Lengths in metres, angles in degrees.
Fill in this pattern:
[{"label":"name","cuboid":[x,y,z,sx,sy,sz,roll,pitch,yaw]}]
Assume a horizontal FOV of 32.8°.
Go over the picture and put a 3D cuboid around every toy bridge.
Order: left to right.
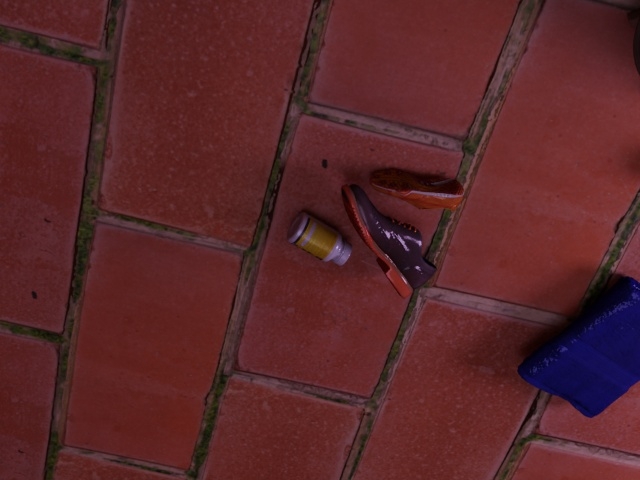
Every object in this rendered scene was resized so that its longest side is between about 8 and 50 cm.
[{"label":"toy bridge","cuboid":[0.571,-0.307,1.813,0.063,0.026,0.188,-22,122,17]}]

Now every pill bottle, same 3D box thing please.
[{"label":"pill bottle","cuboid":[0.000,0.000,2.046,0.116,0.065,0.065,29,122,-16]}]

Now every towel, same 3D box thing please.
[{"label":"towel","cuboid":[0.572,0.212,2.167,0.227,0.076,0.308,31,122,-26]}]

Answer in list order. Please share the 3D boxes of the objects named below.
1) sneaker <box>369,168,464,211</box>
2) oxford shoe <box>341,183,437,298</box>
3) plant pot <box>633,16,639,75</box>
[{"label":"sneaker","cuboid":[0.172,-0.084,1.979,0.175,0.064,0.067,13,136,-2]},{"label":"oxford shoe","cuboid":[0.127,-0.016,2.026,0.098,0.097,0.271,-33,124,2]},{"label":"plant pot","cuboid":[0.691,-0.263,1.691,0.323,0.323,0.280,-28,135,21]}]
